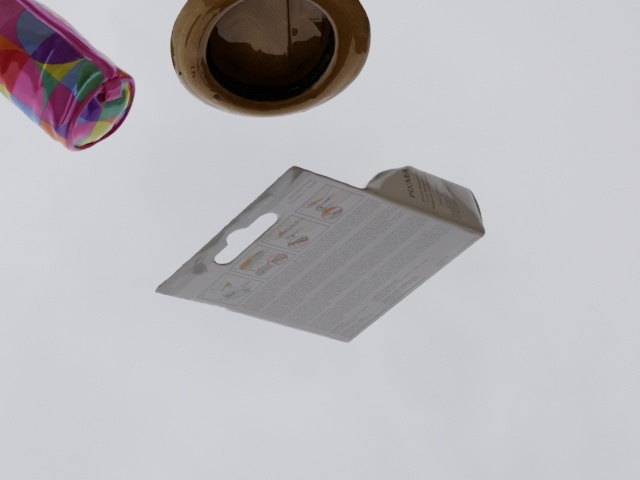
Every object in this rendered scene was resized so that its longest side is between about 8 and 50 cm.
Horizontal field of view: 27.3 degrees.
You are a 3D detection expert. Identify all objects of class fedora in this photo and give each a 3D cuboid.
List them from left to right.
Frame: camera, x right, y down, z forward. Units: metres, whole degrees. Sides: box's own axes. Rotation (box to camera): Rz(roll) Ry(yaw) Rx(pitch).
[{"bbox_3d":[-0.047,-0.196,1.197,0.194,0.194,0.079,16,-132,-27],"label":"fedora"}]

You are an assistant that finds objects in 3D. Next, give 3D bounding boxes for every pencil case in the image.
[{"bbox_3d":[-0.288,-0.188,1.271,0.236,0.104,0.104,40,-119,12],"label":"pencil case"}]

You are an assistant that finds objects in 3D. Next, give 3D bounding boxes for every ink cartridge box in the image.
[{"bbox_3d":[0.000,0.000,1.130,0.232,0.189,0.066,21,-139,-38],"label":"ink cartridge box"}]
